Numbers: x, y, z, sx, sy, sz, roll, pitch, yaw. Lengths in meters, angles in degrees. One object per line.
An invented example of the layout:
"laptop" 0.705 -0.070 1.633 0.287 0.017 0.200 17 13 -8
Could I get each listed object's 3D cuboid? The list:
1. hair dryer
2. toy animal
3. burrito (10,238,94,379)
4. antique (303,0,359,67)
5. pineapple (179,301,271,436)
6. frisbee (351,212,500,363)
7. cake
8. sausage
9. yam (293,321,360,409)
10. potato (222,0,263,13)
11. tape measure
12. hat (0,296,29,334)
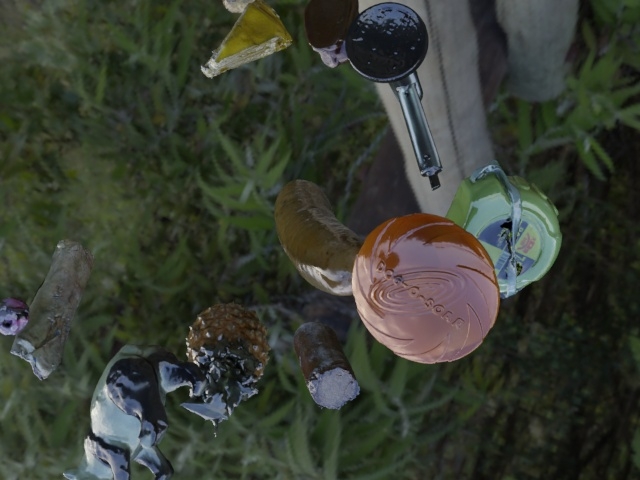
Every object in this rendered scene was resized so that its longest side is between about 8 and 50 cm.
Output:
"hair dryer" 0.195 -0.276 2.017 0.284 0.155 0.320 59 -174 26
"toy animal" -0.232 0.229 1.236 0.121 0.225 0.094 32 -158 22
"burrito" -0.286 0.070 1.107 0.042 0.171 0.051 -18 131 35
"antique" 0.039 -0.499 2.200 0.121 0.257 0.143 -7 165 21
"pineapple" -0.160 0.215 1.749 0.169 0.169 0.340 25 -172 -8
"frisbee" 0.123 0.062 1.254 0.192 0.192 0.035 19 -159 19
"cake" -0.137 -0.356 1.742 0.116 0.185 0.080 62 156 10
"sausage" -0.002 0.003 1.937 0.123 0.136 0.501 34 -172 -20
"yam" 0.007 0.189 1.575 0.079 0.079 0.141 29 -163 -25
"potato" -0.151 -0.467 2.004 0.083 0.040 0.051 8 150 5
"tape measure" 0.245 -0.008 1.438 0.175 0.200 0.106 16 -159 -14
"hat" -0.400 0.067 1.000 0.227 0.140 0.129 -2 158 -29
